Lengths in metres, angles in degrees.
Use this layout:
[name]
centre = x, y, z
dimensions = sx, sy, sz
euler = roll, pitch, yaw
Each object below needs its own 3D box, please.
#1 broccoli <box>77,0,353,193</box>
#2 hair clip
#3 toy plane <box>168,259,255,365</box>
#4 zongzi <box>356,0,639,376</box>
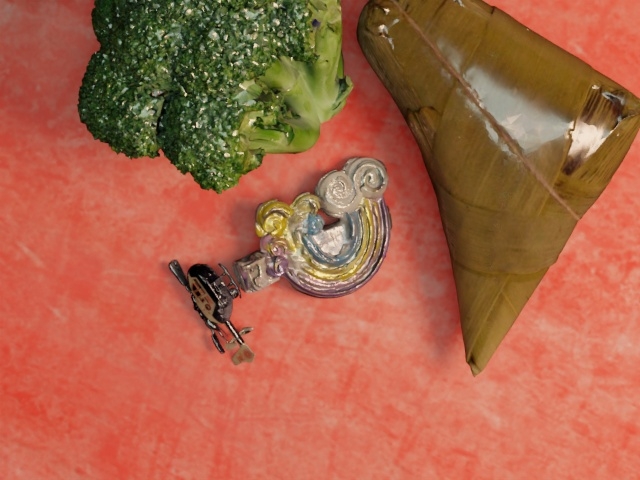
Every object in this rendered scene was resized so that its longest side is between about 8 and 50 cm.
[broccoli]
centre = -0.079, -0.186, 1.589
dimensions = 0.245, 0.265, 0.294
euler = 52, 57, -32
[hair clip]
centre = 0.000, 0.000, 1.686
dimensions = 0.172, 0.049, 0.116
euler = -24, 108, -10
[toy plane]
centre = -0.096, 0.064, 1.683
dimensions = 0.049, 0.031, 0.121
euler = -28, 98, 41
[zongzi]
centre = 0.111, -0.066, 1.642
dimensions = 0.274, 0.145, 0.300
euler = 31, 98, 0
